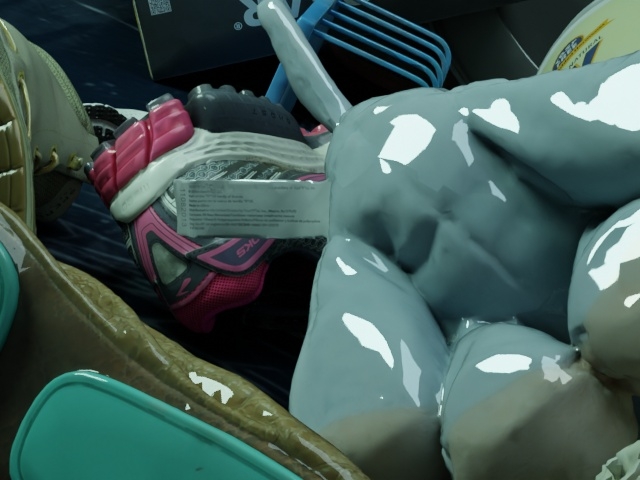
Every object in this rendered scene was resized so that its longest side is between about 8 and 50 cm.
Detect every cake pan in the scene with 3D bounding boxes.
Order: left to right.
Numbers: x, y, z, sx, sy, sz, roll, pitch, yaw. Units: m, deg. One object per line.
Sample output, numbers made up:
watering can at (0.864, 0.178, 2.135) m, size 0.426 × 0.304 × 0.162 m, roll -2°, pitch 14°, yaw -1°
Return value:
cake pan at (0.215, -0.135, 1.512) m, size 0.293 × 0.054 × 0.293 m, roll 30°, pitch 32°, yaw -21°

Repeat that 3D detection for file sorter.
file sorter at (0.021, -0.093, 1.243) m, size 0.104 × 0.118 × 0.170 m, roll 25°, pitch 18°, yaw 1°

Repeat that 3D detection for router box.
router box at (0.002, -0.227, 1.435) m, size 0.309 × 0.081 × 0.243 m, roll -13°, pitch 23°, yaw -3°

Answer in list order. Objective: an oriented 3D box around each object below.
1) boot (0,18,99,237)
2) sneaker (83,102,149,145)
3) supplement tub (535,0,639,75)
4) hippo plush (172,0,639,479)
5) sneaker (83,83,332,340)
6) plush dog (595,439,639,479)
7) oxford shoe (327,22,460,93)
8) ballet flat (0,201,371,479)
boot at (-0.160, -0.035, 0.914) m, size 0.165 × 0.077 × 0.213 m, roll 55°, pitch 18°, yaw -66°
sneaker at (-0.129, -0.064, 1.132) m, size 0.109 × 0.040 × 0.044 m, roll 8°, pitch 6°, yaw -45°
supplement tub at (0.254, -0.045, 1.178) m, size 0.235 × 0.235 × 0.325 m, roll 20°, pitch 18°, yaw -6°
hippo plush at (0.101, 0.051, 0.837) m, size 0.294 × 0.234 × 0.236 m, roll 8°, pitch -24°, yaw 38°
sneaker at (0.000, 0.000, 0.998) m, size 0.299 × 0.121 × 0.112 m, roll 0°, pitch 57°, yaw -50°
plush dog at (0.203, 0.164, 0.670) m, size 0.262 × 0.210 × 0.225 m, roll 1°, pitch 3°, yaw -7°
oxford shoe at (0.070, -0.211, 1.604) m, size 0.123 × 0.130 × 0.348 m, roll 6°, pitch 25°, yaw -46°
ballet flat at (-0.103, 0.059, 0.715) m, size 0.342 × 0.116 × 0.124 m, roll 29°, pitch -1°, yaw 20°
